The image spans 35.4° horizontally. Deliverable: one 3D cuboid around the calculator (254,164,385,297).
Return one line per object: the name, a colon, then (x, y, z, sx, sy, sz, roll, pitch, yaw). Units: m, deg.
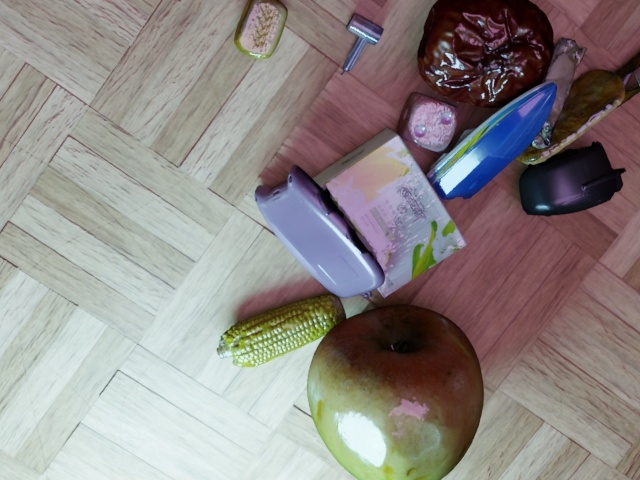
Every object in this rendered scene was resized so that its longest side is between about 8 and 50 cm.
calculator: (-0.001, 0.001, 1.875, 0.294, 0.194, 0.043, 51, 55, -11)

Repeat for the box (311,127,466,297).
box: (0.125, -0.054, 1.912, 0.194, 0.111, 0.260, -34, 103, 2)

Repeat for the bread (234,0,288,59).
bread: (-0.110, -0.388, 1.826, 0.082, 0.056, 0.115, 17, 94, -11)

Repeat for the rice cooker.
rice cooker: (0.480, -0.112, 1.929, 0.203, 0.142, 0.118, -19, 94, -6)

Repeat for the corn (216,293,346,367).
corn: (-0.076, 0.175, 1.950, 0.262, 0.097, 0.097, -20, 105, -6)

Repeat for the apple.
apple: (0.149, 0.301, 1.894, 0.339, 0.338, 0.305, -8, 121, -5)

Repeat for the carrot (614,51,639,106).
carrot: (0.613, -0.325, 1.934, 0.229, 0.069, 0.069, -39, 105, 5)

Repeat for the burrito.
burrito: (0.440, -0.280, 1.889, 0.058, 0.063, 0.229, 19, 75, 21)

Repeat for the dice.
dice: (0.201, -0.223, 1.888, 0.091, 0.093, 0.094, 17, 102, -11)

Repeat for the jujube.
jujube: (0.298, -0.348, 1.822, 0.232, 0.213, 0.213, 13, 102, -5)

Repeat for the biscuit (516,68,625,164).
biscuit: (0.468, -0.235, 1.910, 0.247, 0.118, 0.029, -38, 129, 6)

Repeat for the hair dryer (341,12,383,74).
hair dryer: (0.063, -0.359, 1.869, 0.063, 0.037, 0.114, 27, 106, -11)

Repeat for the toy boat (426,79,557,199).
toy boat: (0.327, -0.193, 1.838, 0.129, 0.088, 0.295, -4, 149, -44)
